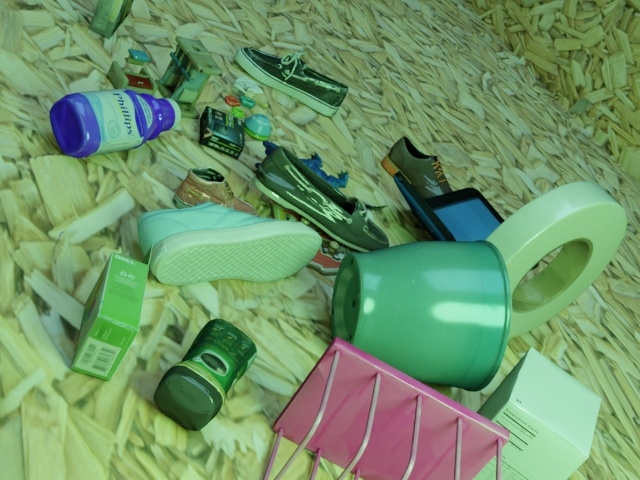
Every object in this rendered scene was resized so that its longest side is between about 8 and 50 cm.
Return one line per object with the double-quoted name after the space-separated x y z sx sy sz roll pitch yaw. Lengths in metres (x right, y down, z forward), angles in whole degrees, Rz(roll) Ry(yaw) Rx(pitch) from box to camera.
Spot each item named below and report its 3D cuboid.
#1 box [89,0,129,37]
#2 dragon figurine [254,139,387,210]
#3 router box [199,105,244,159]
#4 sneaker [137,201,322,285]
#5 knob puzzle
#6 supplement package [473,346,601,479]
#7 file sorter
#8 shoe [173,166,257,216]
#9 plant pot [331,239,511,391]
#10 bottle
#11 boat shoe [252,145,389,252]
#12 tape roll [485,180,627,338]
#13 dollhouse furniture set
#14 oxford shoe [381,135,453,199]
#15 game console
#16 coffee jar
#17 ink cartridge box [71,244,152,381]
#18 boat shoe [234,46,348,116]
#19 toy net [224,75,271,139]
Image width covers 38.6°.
-0.460 -0.612 2.140 0.056 0.231 0.183 23 29 -10 "box"
-0.008 -0.117 1.972 0.289 0.085 0.144 38 29 11 "dragon figurine"
-0.216 -0.237 2.002 0.092 0.038 0.122 21 31 -21 "router box"
-0.157 -0.017 1.621 0.365 0.135 0.150 1 44 -45 "sneaker"
0.000 0.000 1.857 0.213 0.030 0.213 24 29 -15 "knob puzzle"
0.331 0.326 1.499 0.149 0.203 0.194 36 29 7 "supplement package"
0.085 0.320 1.274 0.290 0.202 0.182 29 32 -6 "file sorter"
-0.187 -0.085 1.749 0.177 0.081 0.063 14 34 -31 "shoe"
0.160 0.123 1.613 0.255 0.272 0.272 5 36 -14 "plant pot"
-0.383 -0.231 1.754 0.282 0.092 0.118 -20 91 -56 "bottle"
0.021 -0.077 1.875 0.335 0.096 0.112 29 20 -19 "boat shoe"
0.446 0.049 1.847 0.392 0.392 0.072 2 41 -43 "tape roll"
-0.335 -0.360 1.979 0.183 0.129 0.129 3 40 -43 "dollhouse furniture set"
0.276 -0.153 2.291 0.271 0.098 0.097 41 30 16 "oxford shoe"
0.334 -0.048 2.093 0.293 0.173 0.250 55 2 37 "game console"
-0.167 0.196 1.338 0.096 0.079 0.184 36 28 0 "coffee jar"
-0.303 0.092 1.335 0.062 0.109 0.209 23 30 -18 "ink cartridge box"
-0.071 -0.440 2.387 0.306 0.105 0.113 30 29 -4 "boat shoe"
-0.183 -0.324 2.168 0.122 0.045 0.232 15 31 -25 "toy net"
